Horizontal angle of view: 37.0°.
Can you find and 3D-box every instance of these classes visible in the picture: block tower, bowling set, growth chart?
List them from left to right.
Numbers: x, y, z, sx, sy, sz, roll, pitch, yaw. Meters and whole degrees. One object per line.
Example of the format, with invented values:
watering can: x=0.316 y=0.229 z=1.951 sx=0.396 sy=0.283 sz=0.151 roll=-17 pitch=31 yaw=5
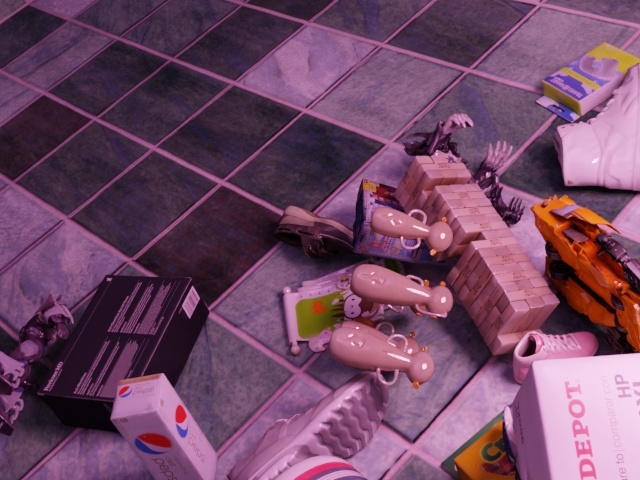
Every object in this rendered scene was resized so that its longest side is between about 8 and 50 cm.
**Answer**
growth chart: x=0.044 y=0.097 z=1.613 sx=0.237 sy=0.021 sz=0.172 roll=-24 pitch=43 yaw=0
bowling set: x=0.119 y=0.108 z=1.462 sx=0.154 sy=0.200 sz=0.287 roll=16 pitch=64 yaw=9
block tower: x=0.238 y=0.013 z=1.478 sx=0.090 sy=0.097 sz=0.335 roll=-5 pitch=51 yaw=-31

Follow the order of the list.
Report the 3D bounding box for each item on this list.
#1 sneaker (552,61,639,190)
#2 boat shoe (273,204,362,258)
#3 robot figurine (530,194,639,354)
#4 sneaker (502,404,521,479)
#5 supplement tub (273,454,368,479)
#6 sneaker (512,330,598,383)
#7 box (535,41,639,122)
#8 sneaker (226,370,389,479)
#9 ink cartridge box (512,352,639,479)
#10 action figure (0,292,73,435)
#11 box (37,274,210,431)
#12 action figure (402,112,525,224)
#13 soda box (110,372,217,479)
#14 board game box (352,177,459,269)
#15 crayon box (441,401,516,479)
sneaker: x=0.492 y=-0.208 z=1.668 sx=0.169 sy=0.108 sz=0.293 roll=2 pitch=49 yaw=21
boat shoe: x=-0.001 y=-0.001 z=1.694 sx=0.223 sy=0.080 sz=0.073 roll=22 pitch=75 yaw=47
robot figurine: x=0.412 y=0.053 z=1.368 sx=0.085 sy=0.211 sz=0.291 roll=-27 pitch=35 yaw=-10
sneaker: x=0.266 y=0.267 z=1.204 sx=0.058 sy=0.052 sz=0.135 roll=-11 pitch=50 yaw=0
supplement tub: x=0.047 y=0.407 z=1.160 sx=0.191 sy=0.191 sz=0.272 roll=-40 pitch=44 yaw=-18
sneaker: x=0.339 y=0.156 z=1.384 sx=0.134 sy=0.070 sz=0.051 roll=-23 pitch=41 yaw=-2
box: x=0.507 y=-0.301 z=1.808 sx=0.178 sy=0.042 sz=0.109 roll=-32 pitch=42 yaw=-12
sneaker: x=-0.023 y=0.277 z=1.393 sx=0.281 sy=0.105 sz=0.115 roll=-36 pitch=36 yaw=-19
ink cartridge box: x=0.430 y=0.274 z=1.038 sx=0.394 sy=0.166 sz=0.286 roll=-4 pitch=62 yaw=2
action figure: x=-0.497 y=0.200 z=1.622 sx=0.099 sy=0.185 sz=0.285 roll=24 pitch=24 yaw=-2
box: x=-0.327 y=0.187 z=1.620 sx=0.184 sy=0.103 sz=0.261 roll=3 pitch=48 yaw=23
action figure: x=0.254 y=-0.138 z=1.666 sx=0.141 sy=0.164 sz=0.276 roll=-54 pitch=42 yaw=22
soda box: x=-0.222 y=0.286 z=1.384 sx=0.073 sy=0.216 sz=0.069 roll=-12 pitch=43 yaw=12
board game box: x=0.155 y=-0.020 z=1.614 sx=0.194 sy=0.060 sz=0.194 roll=17 pitch=25 yaw=-5
crayon box: x=0.318 y=0.307 z=1.230 sx=0.202 sy=0.081 sz=0.318 roll=-37 pitch=43 yaw=-15
